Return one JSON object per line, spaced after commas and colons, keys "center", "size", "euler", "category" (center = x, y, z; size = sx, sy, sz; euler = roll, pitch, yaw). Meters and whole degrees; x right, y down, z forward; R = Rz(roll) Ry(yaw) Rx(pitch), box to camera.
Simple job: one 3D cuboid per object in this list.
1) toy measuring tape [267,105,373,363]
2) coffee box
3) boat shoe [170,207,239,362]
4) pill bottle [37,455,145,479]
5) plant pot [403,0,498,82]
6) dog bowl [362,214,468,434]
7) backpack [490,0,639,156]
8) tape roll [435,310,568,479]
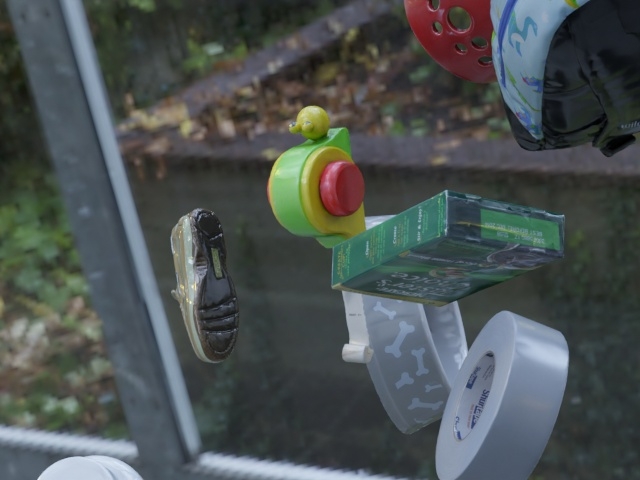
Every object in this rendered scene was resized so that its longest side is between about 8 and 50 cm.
{"center": [0.000, 0.000, 1.848], "size": [0.121, 0.330, 0.121], "euler": [-7, 8, 1], "category": "toy measuring tape"}
{"center": [0.099, 0.010, 1.202], "size": [0.113, 0.040, 0.184], "euler": [10, -19, -27], "category": "coffee box"}
{"center": [-0.144, 0.060, 1.780], "size": [0.068, 0.190, 0.072], "euler": [17, -32, -42], "category": "boat shoe"}
{"center": [-0.204, 0.280, 1.449], "size": [0.117, 0.215, 0.117], "euler": [-5, 63, 10], "category": "pill bottle"}
{"center": [0.223, -0.309, 1.828], "size": [0.191, 0.191, 0.174], "euler": [-28, -1, -36], "category": "plant pot"}
{"center": [0.140, 0.118, 2.309], "size": [0.102, 0.348, 0.349], "euler": [-16, 18, 15], "category": "dog bowl"}
{"center": [0.256, -0.224, 1.238], "size": [0.290, 0.273, 0.355], "euler": [-20, -2, 11], "category": "backpack"}
{"center": [0.214, 0.197, 1.791], "size": [0.072, 0.219, 0.219], "euler": [21, 19, -8], "category": "tape roll"}
